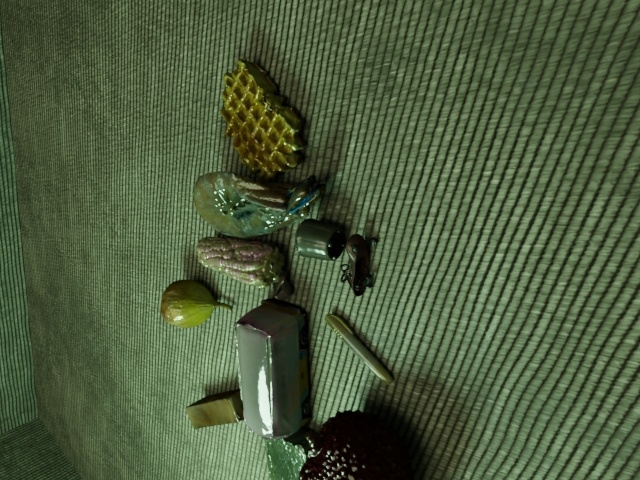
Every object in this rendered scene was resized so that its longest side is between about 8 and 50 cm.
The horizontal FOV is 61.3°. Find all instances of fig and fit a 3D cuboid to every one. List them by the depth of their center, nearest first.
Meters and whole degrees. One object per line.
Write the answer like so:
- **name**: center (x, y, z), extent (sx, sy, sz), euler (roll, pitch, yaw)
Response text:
- **fig**: center (-0.385, 0.207, 1.715), extent (0.256, 0.159, 0.159), euler (2, 107, 26)

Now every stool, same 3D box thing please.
- **stool**: center (0.000, 0.000, 1.285), extent (0.110, 0.096, 0.096), euler (13, 113, 34)

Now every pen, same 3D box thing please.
- **pen**: center (0.095, 0.262, 1.332), extent (0.233, 0.032, 0.040), euler (43, 106, 23)

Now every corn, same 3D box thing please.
- **corn**: center (-0.237, 0.049, 1.510), extent (0.335, 0.126, 0.127), euler (10, 111, 43)

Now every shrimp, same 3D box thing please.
- **shrimp**: center (-0.165, -0.102, 1.368), extent (0.445, 0.110, 0.221), euler (-7, 130, 41)

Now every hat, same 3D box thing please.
- **hat**: center (-0.098, 0.120, 1.465), extent (0.058, 0.042, 0.087), euler (-31, 48, 42)

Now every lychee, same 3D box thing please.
- **lychee**: center (0.082, 0.547, 1.276), extent (0.304, 0.276, 0.276), euler (40, 133, -6)

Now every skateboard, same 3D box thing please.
- **skateboard**: center (0.080, 0.057, 1.255), extent (0.080, 0.067, 0.152), euler (28, 127, 45)

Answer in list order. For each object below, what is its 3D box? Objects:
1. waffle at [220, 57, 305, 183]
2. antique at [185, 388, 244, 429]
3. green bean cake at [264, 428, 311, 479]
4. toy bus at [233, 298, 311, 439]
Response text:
- **waffle**: center (-0.145, -0.294, 1.344), extent (0.283, 0.065, 0.310), euler (10, 115, 44)
- **antique**: center (-0.330, 0.559, 1.797), extent (0.310, 0.093, 0.088), euler (-28, 85, 46)
- **green bean cake**: center (-0.074, 0.637, 1.571), extent (0.183, 0.094, 0.185), euler (7, 114, 43)
- **toy bus**: center (-0.137, 0.371, 1.498), extent (0.171, 0.162, 0.387), euler (13, 113, 40)
